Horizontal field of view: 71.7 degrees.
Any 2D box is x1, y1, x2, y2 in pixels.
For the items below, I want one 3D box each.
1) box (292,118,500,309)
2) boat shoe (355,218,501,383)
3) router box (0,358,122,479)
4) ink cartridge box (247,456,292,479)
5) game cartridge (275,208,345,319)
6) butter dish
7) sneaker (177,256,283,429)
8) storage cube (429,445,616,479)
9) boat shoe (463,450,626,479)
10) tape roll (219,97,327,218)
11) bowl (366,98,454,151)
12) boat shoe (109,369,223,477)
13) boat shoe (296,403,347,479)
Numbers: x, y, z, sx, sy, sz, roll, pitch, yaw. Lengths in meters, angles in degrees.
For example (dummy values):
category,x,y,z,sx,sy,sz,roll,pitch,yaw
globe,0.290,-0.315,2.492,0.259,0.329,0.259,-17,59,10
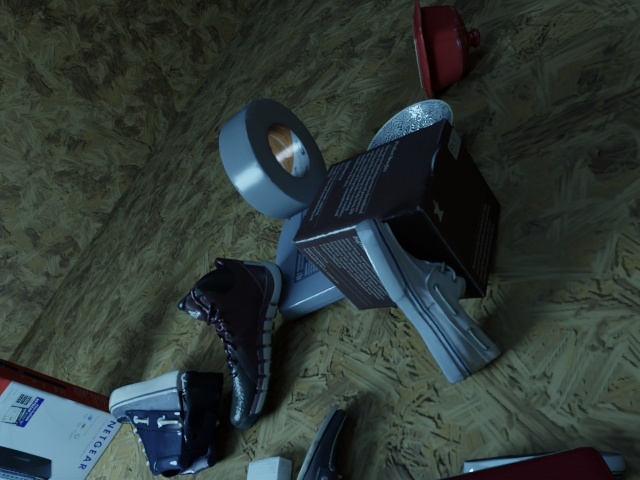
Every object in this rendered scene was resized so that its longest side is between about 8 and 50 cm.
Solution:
category,x,y,z,sx,sy,sz,roll,pitch,yaw
box,0.107,-0.023,0.608,0.203,0.167,0.168,-14,40,42
boat shoe,0.124,0.057,0.498,0.076,0.226,0.083,-32,20,9
router box,-0.650,0.457,0.943,0.335,0.301,0.082,-57,34,-8
ink cartridge box,-0.074,0.361,0.601,0.063,0.029,0.115,-27,41,31
game cartridge,0.000,0.000,0.835,0.196,0.060,0.294,-24,42,29
butter dish,0.242,-0.373,0.844,0.118,0.160,0.159,-7,49,17
sneaker,-0.164,0.158,0.736,0.106,0.163,0.281,-33,47,56
storage cube,0.115,0.274,0.265,0.215,0.183,0.193,-17,39,9
boat shoe,0.201,0.217,0.403,0.142,0.049,0.040,-26,60,35
tape roll,-0.082,-0.153,0.834,0.072,0.219,0.219,-25,41,33
bowl,0.166,-0.148,0.754,0.170,0.080,0.170,-31,39,29
boat shoe,-0.297,0.343,0.803,0.341,0.127,0.158,-31,52,42
boat shoe,0.000,0.312,0.552,0.065,0.075,0.206,20,62,10
